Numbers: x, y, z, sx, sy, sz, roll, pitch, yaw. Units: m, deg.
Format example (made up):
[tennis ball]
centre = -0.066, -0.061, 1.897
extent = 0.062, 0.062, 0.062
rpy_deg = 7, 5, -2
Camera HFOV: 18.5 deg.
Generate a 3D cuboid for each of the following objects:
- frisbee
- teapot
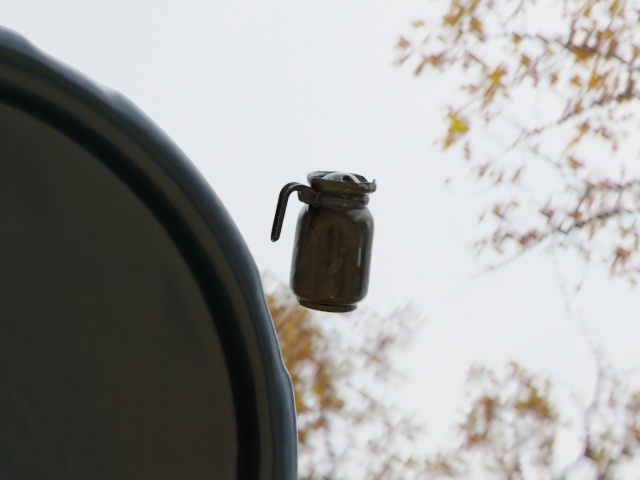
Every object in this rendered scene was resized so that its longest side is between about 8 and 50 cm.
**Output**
[frisbee]
centre = -0.138, 0.073, 0.601
extent = 0.049, 0.289, 0.289
rpy_deg = -1, -58, 58
[teapot]
centre = 0.000, -0.001, 1.185
extent = 0.063, 0.049, 0.083
rpy_deg = 5, -80, -5
